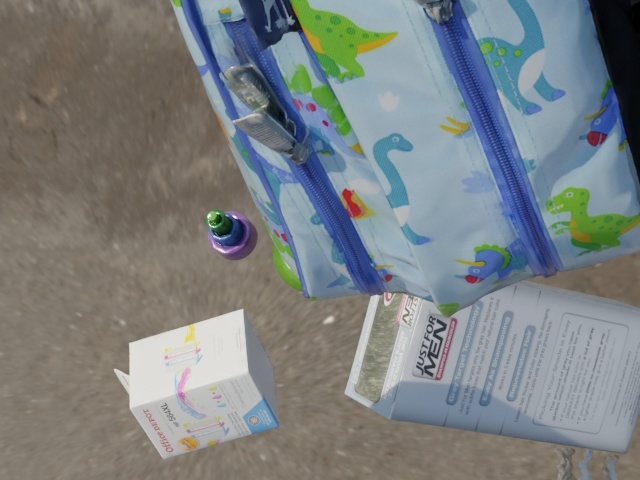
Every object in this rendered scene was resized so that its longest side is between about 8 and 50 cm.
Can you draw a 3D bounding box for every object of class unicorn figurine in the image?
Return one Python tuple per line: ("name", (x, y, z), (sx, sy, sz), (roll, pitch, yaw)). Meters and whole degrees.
("unicorn figurine", (0.384, 0.339, 1.934), (0.162, 0.060, 0.111), (11, 53, -11))

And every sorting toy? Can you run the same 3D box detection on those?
("sorting toy", (0.000, 0.000, 1.975), (0.366, 0.126, 0.127), (9, 75, 20))

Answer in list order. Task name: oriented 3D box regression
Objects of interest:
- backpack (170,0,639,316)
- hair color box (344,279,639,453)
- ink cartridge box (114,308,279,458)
("backpack", (0.042, -0.134, 0.667), (0.273, 0.290, 0.355), (-33, 123, 16))
("hair color box", (0.232, 0.141, 1.761), (0.375, 0.114, 0.185), (12, 95, -31))
("ink cartridge box", (-0.126, 0.147, 1.434), (0.143, 0.092, 0.090), (-18, 41, 8))
